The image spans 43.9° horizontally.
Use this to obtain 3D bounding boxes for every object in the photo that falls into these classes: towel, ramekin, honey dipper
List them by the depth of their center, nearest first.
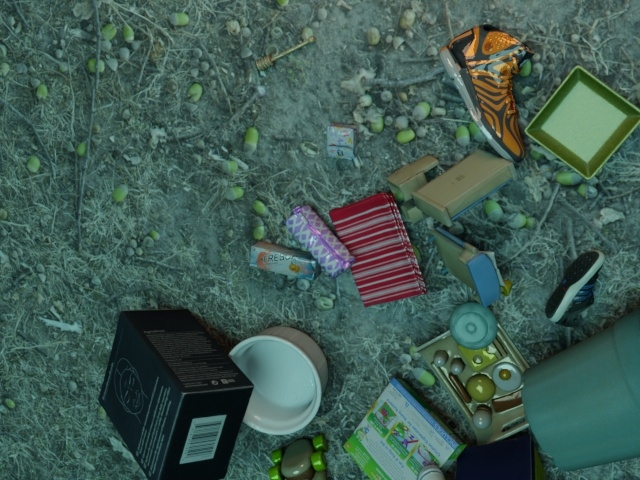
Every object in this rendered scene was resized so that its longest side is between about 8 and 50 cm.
[{"bbox_3d":[-0.085,-0.464,1.963,0.160,0.030,0.030,-22,96,20],"label":"honey dipper"},{"bbox_3d":[0.140,0.027,1.988,0.199,0.031,0.275,-16,98,38],"label":"towel"},{"bbox_3d":[-0.111,0.364,2.123,0.277,0.135,0.277,5,105,17],"label":"ramekin"}]

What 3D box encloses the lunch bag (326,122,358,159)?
[{"bbox_3d":[0.054,-0.243,1.963,0.071,0.053,0.083,10,115,17],"label":"lunch bag"}]

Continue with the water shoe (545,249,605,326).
[{"bbox_3d":[0.614,0.113,1.877,0.080,0.073,0.203,26,112,-18],"label":"water shoe"}]

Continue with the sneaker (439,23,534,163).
[{"bbox_3d":[0.412,-0.340,1.775,0.180,0.124,0.321,-31,87,22],"label":"sneaker"}]

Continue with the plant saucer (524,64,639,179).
[{"bbox_3d":[0.592,-0.265,1.789,0.188,0.045,0.188,38,112,5],"label":"plant saucer"}]

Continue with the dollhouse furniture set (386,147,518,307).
[{"bbox_3d":[0.352,-0.040,1.891,0.198,0.286,0.303,-33,121,-10],"label":"dollhouse furniture set"}]

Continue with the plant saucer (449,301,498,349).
[{"bbox_3d":[0.368,0.209,1.925,0.119,0.021,0.119,3,97,21],"label":"plant saucer"}]

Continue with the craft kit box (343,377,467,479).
[{"bbox_3d":[0.210,0.525,2.034,0.250,0.061,0.247,45,106,34],"label":"craft kit box"}]

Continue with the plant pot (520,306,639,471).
[{"bbox_3d":[0.660,0.351,1.790,0.334,0.341,0.341,-30,93,30],"label":"plant pot"}]

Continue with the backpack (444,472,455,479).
[{"bbox_3d":[0.302,0.696,2.074,0.188,0.144,0.166,37,106,2],"label":"backpack"}]

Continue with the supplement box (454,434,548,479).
[{"bbox_3d":[0.478,0.690,1.952,0.194,0.195,0.356,-17,110,21],"label":"supplement box"}]

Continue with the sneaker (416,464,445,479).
[{"bbox_3d":[0.275,0.675,1.931,0.094,0.091,0.258,-11,113,-3],"label":"sneaker"}]

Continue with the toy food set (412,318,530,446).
[{"bbox_3d":[0.402,0.347,1.978,0.219,0.092,0.306,-34,92,22],"label":"toy food set"}]

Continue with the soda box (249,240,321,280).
[{"bbox_3d":[-0.091,0.053,2.076,0.183,0.063,0.058,12,108,14],"label":"soda box"}]

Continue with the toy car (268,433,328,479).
[{"bbox_3d":[-0.031,0.653,2.177,0.155,0.149,0.188,-22,108,11],"label":"toy car"}]

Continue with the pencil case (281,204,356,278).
[{"bbox_3d":[0.000,0.000,2.008,0.086,0.088,0.206,-39,80,-21],"label":"pencil case"}]

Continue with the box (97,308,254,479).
[{"bbox_3d":[-0.389,0.402,2.083,0.395,0.212,0.293,38,117,44],"label":"box"}]
